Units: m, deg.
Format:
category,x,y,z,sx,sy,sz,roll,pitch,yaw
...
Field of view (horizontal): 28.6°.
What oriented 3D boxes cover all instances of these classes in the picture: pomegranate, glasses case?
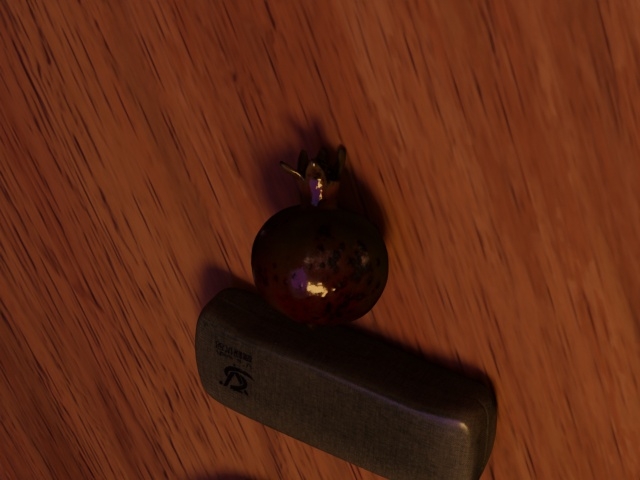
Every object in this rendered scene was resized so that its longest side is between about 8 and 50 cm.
category,x,y,z,sx,sy,sz,roll,pitch,yaw
pomegranate,0.003,0.004,1.138,0.129,0.129,0.159,25,126,17
glasses case,0.021,0.155,1.280,0.323,0.074,0.131,20,132,22
